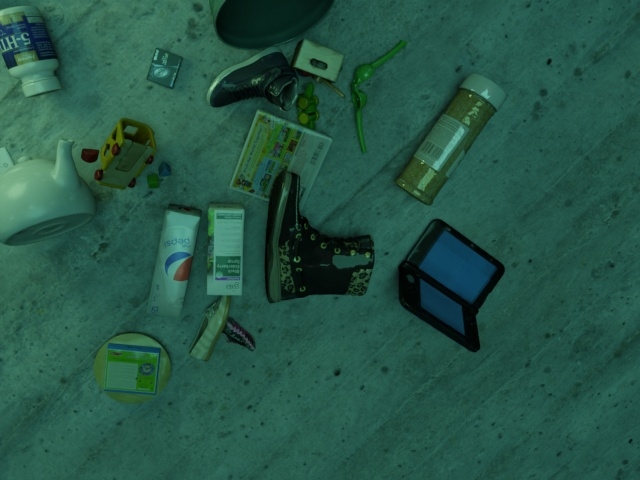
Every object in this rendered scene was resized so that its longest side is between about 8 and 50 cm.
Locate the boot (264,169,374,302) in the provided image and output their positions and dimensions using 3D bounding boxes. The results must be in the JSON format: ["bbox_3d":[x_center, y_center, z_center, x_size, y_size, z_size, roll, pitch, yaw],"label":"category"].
[{"bbox_3d":[0.000,0.000,1.530,0.285,0.138,0.377,2,113,-10],"label":"boot"}]

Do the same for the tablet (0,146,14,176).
[{"bbox_3d":[-0.791,-0.185,1.425,0.054,0.006,0.083,-22,107,-4],"label":"tablet"}]

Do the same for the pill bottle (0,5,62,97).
[{"bbox_3d":[-0.675,-0.434,1.326,0.112,0.112,0.186,-17,106,-5],"label":"pill bottle"}]

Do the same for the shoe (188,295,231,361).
[{"bbox_3d":[-0.303,0.235,1.580,0.058,0.076,0.218,20,102,-19],"label":"shoe"}]

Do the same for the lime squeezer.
[{"bbox_3d":[0.124,-0.393,1.512,0.110,0.059,0.310,11,102,-43],"label":"lime squeezer"}]

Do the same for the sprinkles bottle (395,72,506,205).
[{"bbox_3d":[0.346,-0.269,1.537,0.121,0.121,0.355,32,97,-16],"label":"sprinkles bottle"}]

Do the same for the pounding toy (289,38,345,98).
[{"bbox_3d":[0.001,-0.428,1.432,0.141,0.130,0.100,17,101,-14],"label":"pounding toy"}]

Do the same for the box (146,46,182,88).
[{"bbox_3d":[-0.388,-0.428,1.424,0.067,0.018,0.083,19,101,-14],"label":"box"}]

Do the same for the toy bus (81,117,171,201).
[{"bbox_3d":[-0.492,-0.209,1.418,0.202,0.104,0.191,-16,151,-5],"label":"toy bus"}]

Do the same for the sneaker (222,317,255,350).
[{"bbox_3d":[-0.236,0.276,1.622,0.057,0.047,0.119,-43,100,10],"label":"sneaker"}]

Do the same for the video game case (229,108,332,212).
[{"bbox_3d":[-0.105,-0.204,1.500,0.207,0.026,0.226,19,115,-14],"label":"video game case"}]

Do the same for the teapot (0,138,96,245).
[{"bbox_3d":[-0.678,-0.108,1.363,0.256,0.252,0.186,-23,88,-18],"label":"teapot"}]

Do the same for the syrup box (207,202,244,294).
[{"bbox_3d":[-0.253,0.023,1.524,0.093,0.096,0.236,1,103,-10],"label":"syrup box"}]

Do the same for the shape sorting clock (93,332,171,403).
[{"bbox_3d":[-0.522,0.355,1.592,0.207,0.040,0.206,-1,104,-5],"label":"shape sorting clock"}]

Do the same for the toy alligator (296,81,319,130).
[{"bbox_3d":[-0.037,-0.318,1.500,0.051,0.056,0.189,12,116,33],"label":"toy alligator"}]

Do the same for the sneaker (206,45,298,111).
[{"bbox_3d":[-0.161,-0.363,1.403,0.226,0.086,0.163,-33,63,3],"label":"sneaker"}]

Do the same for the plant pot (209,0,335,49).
[{"bbox_3d":[-0.133,-0.605,1.308,0.293,0.293,0.196,-20,81,-4],"label":"plant pot"}]

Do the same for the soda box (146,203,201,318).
[{"bbox_3d":[-0.385,0.054,1.509,0.091,0.098,0.286,12,101,-13],"label":"soda box"}]

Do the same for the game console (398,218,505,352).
[{"bbox_3d":[0.383,0.127,1.626,0.293,0.250,0.173,33,123,-15],"label":"game console"}]
